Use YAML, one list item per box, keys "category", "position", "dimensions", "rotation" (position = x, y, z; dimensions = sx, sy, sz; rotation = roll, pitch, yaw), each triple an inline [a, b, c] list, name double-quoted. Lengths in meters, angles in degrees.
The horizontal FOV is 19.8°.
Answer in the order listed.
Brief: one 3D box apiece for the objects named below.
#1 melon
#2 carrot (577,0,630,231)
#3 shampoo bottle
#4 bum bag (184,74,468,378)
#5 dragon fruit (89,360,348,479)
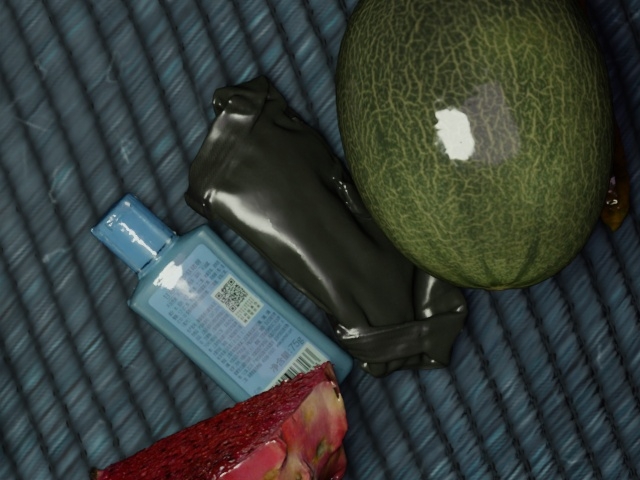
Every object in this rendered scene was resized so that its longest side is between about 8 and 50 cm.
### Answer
- category: "melon"
  position: [0.134, -0.104, 1.585]
  dimensions: [0.238, 0.237, 0.301]
  rotation: [-9, 84, -8]
- category: "carrot"
  position: [0.233, -0.160, 1.697]
  dimensions: [0.066, 0.066, 0.314]
  rotation: [-17, 96, -8]
- category: "shampoo bottle"
  position: [-0.095, 0.060, 1.644]
  dimensions: [0.258, 0.061, 0.104]
  rotation: [43, 86, -7]
- category: "bum bag"
  position: [0.000, 0.000, 1.650]
  dimensions: [0.326, 0.080, 0.142]
  rotation: [48, 68, -5]
- category: "dragon fruit"
  position: [-0.087, 0.228, 1.573]
  dimensions: [0.274, 0.161, 0.126]
  rotation: [-26, 100, 13]
